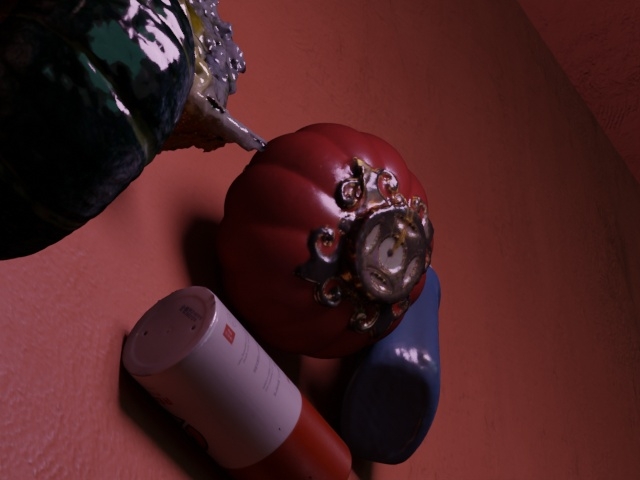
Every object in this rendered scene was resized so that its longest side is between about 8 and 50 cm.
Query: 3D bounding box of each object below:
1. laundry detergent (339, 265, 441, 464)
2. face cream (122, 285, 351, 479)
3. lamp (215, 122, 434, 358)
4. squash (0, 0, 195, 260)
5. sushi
[{"bbox_3d":[0.083,0.104,1.965,0.290,0.094,0.143,-75,178,-61],"label":"laundry detergent"},{"bbox_3d":[-0.068,0.143,1.599,0.214,0.096,0.096,50,23,-32],"label":"face cream"},{"bbox_3d":[0.000,0.000,1.796,0.227,0.227,0.227,50,23,-31],"label":"lamp"},{"bbox_3d":[-0.208,-0.102,1.337,0.165,0.252,0.252,46,25,-24],"label":"squash"},{"bbox_3d":[-0.166,-0.173,1.688,0.184,0.139,0.274,23,41,-62],"label":"sushi"}]
